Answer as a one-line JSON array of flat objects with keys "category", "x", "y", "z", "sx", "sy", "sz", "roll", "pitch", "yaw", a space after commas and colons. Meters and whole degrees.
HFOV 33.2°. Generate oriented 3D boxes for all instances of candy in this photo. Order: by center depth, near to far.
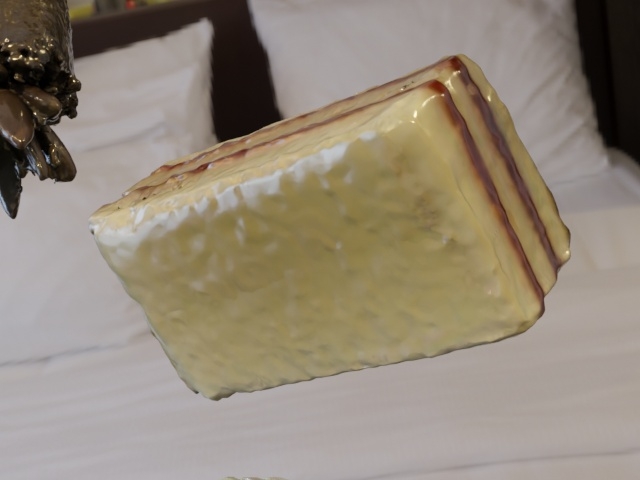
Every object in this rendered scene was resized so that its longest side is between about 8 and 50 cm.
[{"category": "candy", "x": 0.000, "y": 0.000, "z": 0.797, "sx": 0.321, "sy": 0.179, "sz": 0.135, "roll": -15, "pitch": 21, "yaw": 35}]

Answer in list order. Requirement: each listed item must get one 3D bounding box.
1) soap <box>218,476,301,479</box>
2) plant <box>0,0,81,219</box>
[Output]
[{"category": "soap", "x": -0.040, "y": 0.400, "z": 1.544, "sx": 0.145, "sy": 0.091, "sz": 0.230, "roll": 8, "pitch": -5, "yaw": -30}, {"category": "plant", "x": -0.397, "y": -0.192, "z": 1.333, "sx": 0.182, "sy": 0.194, "sz": 0.320, "roll": -9, "pitch": 58, "yaw": 2}]
